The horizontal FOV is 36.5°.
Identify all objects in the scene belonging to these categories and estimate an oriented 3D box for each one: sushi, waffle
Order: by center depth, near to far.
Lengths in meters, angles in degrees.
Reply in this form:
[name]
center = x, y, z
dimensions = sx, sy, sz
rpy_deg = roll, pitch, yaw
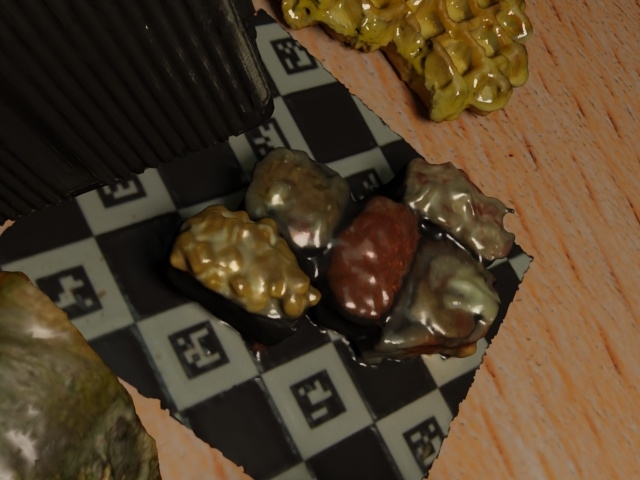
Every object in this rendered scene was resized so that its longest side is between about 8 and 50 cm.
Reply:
[sushi]
center = 0.000, 0.000, 0.608
dimensions = 0.292, 0.059, 0.294
rpy_deg = 40, 53, -6
[waffle]
center = 0.050, -0.207, 0.744
dimensions = 0.253, 0.056, 0.249
rpy_deg = 6, 62, -29

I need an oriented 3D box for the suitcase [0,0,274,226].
[suitcase]
center = -0.162, -0.133, 0.380
dimensions = 0.229, 0.335, 0.152
rpy_deg = -19, 67, 2

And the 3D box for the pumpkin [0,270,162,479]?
[pumpkin]
center = -0.202, 0.064, 0.375
dimensions = 0.280, 0.190, 0.139
rpy_deg = 41, 54, -4
